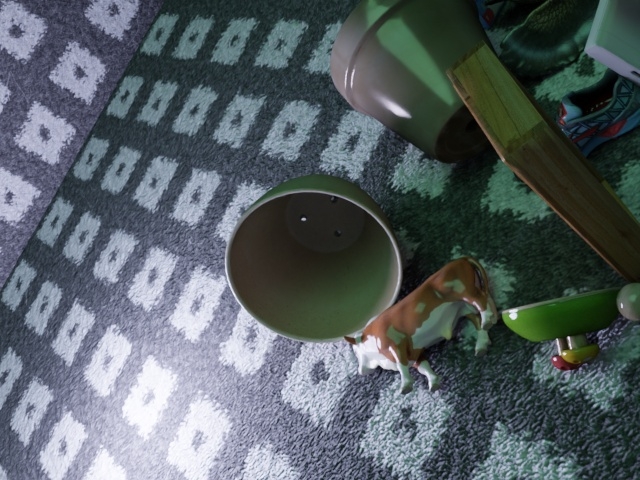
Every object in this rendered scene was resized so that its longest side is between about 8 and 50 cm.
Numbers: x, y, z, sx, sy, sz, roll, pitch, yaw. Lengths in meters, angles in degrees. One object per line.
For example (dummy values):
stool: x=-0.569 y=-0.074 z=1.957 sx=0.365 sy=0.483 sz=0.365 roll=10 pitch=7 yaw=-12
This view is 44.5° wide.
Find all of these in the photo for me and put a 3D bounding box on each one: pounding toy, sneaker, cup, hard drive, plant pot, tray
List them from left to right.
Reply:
cup: x=0.000 y=0.000 z=1.544 sx=0.331 sy=0.331 sz=0.237 roll=-36 pitch=18 yaw=23
plant pot: x=0.223 y=-0.312 z=1.519 sx=0.323 sy=0.323 sz=0.280 roll=-43 pitch=58 yaw=16
tray: x=0.351 y=-0.101 z=1.141 sx=0.076 sy=0.411 sz=0.203 roll=-40 pitch=43 yaw=20
sneaker: x=0.430 y=-0.205 z=1.350 sx=0.262 sy=0.125 sz=0.104 roll=-38 pitch=43 yaw=21
pounding toy: x=0.397 y=0.134 z=1.163 sx=0.236 sy=0.183 sz=0.110 roll=-17 pitch=80 yaw=34
hard drive: x=0.563 y=-0.400 z=1.289 sx=0.308 sy=0.203 sz=0.040 roll=-69 pitch=17 yaw=-13

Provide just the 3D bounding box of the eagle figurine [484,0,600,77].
eagle figurine: x=0.462 y=-0.483 z=1.487 sx=0.226 sy=0.225 sz=0.298 roll=-37 pitch=-13 yaw=-41

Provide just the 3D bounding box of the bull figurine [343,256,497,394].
bull figurine: x=0.179 y=0.162 z=1.389 sx=0.310 sy=0.101 sz=0.188 roll=-45 pitch=46 yaw=18

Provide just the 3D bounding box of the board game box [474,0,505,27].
board game box: x=0.200 y=-0.592 z=1.686 sx=0.302 sy=0.308 sz=0.086 roll=23 pitch=81 yaw=49
